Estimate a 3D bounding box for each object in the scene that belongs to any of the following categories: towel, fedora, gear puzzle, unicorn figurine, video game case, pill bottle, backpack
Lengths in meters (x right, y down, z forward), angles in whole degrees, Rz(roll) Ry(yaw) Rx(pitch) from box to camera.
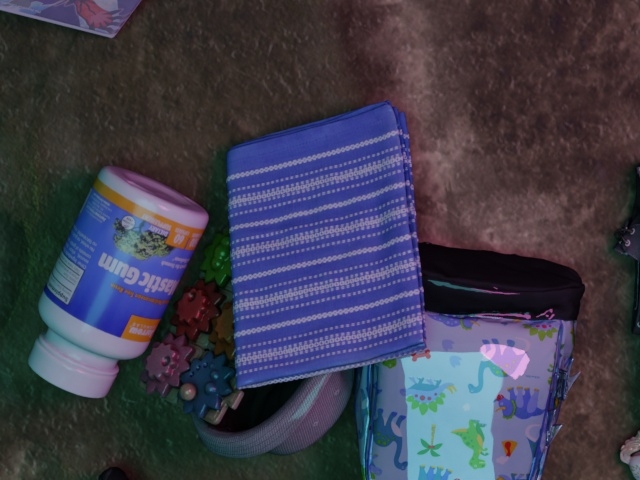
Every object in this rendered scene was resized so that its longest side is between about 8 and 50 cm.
[{"bbox_3d":[0.000,0.000,1.751,0.243,0.040,0.336,-14,60,16],"label":"towel"},{"bbox_3d":[-0.039,0.159,1.821,0.124,0.243,0.275,36,75,-40],"label":"fedora"},{"bbox_3d":[-0.107,0.056,1.816,0.175,0.044,0.339,20,77,44],"label":"gear puzzle"},{"bbox_3d":[0.442,0.315,1.857,0.111,0.060,0.162,-38,75,8],"label":"unicorn figurine"},{"bbox_3d":[-0.296,-0.331,1.766,0.183,0.201,0.023,-45,50,37],"label":"video game case"},{"bbox_3d":[-0.264,0.056,1.840,0.152,0.152,0.272,26,97,2],"label":"pill bottle"},{"bbox_3d":[0.165,0.206,1.787,0.290,0.273,0.356,10,108,-2],"label":"backpack"}]

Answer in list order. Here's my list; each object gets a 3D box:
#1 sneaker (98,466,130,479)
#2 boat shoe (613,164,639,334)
[{"bbox_3d":[-0.187,0.407,1.908,0.124,0.107,0.283,-28,96,-8],"label":"sneaker"},{"bbox_3d":[0.405,0.011,1.820,0.076,0.080,0.229,-7,102,4],"label":"boat shoe"}]
